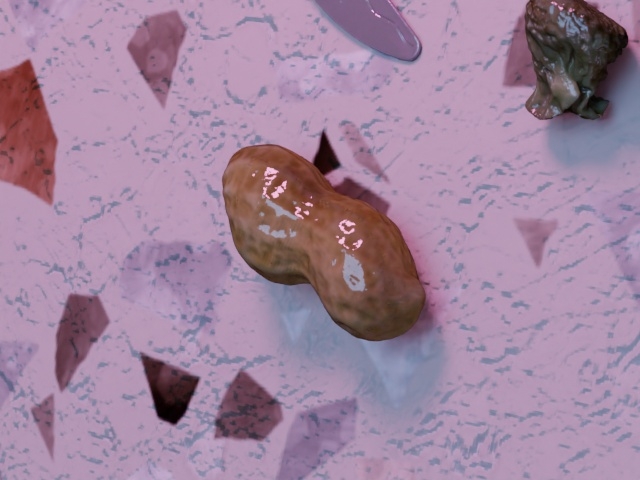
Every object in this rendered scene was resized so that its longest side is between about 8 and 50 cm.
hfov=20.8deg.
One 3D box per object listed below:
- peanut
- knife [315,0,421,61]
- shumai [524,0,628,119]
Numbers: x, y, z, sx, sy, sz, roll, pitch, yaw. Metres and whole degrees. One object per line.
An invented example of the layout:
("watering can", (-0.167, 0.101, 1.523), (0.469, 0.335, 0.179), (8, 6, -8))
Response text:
("peanut", (-0.001, 0.002, 1.227), (0.193, 0.089, 0.089), (37, 103, 33))
("knife", (0.001, -0.220, 1.302), (0.058, 0.032, 0.244), (-36, 68, 21))
("shumai", (0.156, -0.120, 1.149), (0.080, 0.082, 0.083), (-55, 36, 15))
